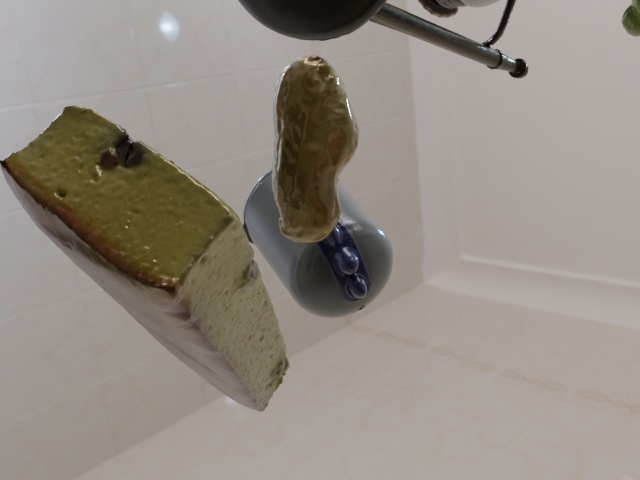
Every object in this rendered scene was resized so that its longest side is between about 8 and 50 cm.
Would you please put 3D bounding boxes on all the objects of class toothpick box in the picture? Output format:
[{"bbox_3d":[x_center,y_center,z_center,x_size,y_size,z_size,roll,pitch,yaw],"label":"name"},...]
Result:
[{"bbox_3d":[0.000,0.000,1.371,0.355,0.263,0.263,51,-40,47],"label":"toothpick box"}]

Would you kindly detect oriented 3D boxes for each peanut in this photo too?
[{"bbox_3d":[-0.009,-0.151,1.130,0.147,0.147,0.319,9,-80,45],"label":"peanut"}]

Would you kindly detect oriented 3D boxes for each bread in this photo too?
[{"bbox_3d":[-0.105,0.045,0.531,0.138,0.077,0.361,33,-18,16],"label":"bread"}]

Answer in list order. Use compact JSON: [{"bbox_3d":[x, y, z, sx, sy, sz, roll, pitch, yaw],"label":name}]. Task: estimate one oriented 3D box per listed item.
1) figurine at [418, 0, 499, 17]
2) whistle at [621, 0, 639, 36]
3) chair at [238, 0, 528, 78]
[{"bbox_3d":[0.293,-0.521,1.013,0.253,0.361,0.211,58,-2,-29],"label":"figurine"},{"bbox_3d":[0.437,-0.281,0.783,0.141,0.294,0.141,14,-65,31],"label":"whistle"},{"bbox_3d":[0.099,-0.430,0.872,0.362,0.410,0.365,30,-58,26],"label":"chair"}]
